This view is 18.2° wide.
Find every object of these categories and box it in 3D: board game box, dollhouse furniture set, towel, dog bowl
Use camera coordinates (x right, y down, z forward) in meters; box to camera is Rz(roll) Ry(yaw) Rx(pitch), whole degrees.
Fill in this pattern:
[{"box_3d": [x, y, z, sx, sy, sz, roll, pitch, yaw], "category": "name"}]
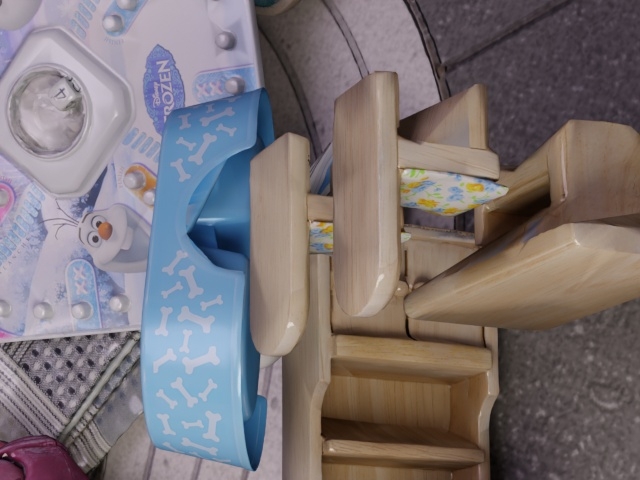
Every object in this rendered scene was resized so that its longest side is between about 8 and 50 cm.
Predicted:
[{"box_3d": [-0.233, -0.109, 1.709, 0.390, 0.050, 0.390, -6, 93, 23], "category": "board game box"}, {"box_3d": [0.121, 0.080, 1.379, 0.394, 0.362, 0.256, 152, 121, -61], "category": "dollhouse furniture set"}, {"box_3d": [-0.264, 0.044, 1.785, 0.324, 0.056, 0.312, 43, 107, 11], "category": "towel"}, {"box_3d": [-0.077, 0.024, 1.439, 0.074, 0.166, 0.297, 0, 54, 5], "category": "dog bowl"}]

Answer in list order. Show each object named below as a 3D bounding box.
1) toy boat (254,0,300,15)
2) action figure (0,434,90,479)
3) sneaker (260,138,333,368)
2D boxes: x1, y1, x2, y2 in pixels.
[{"box_3d": [-0.126, -0.307, 1.744, 0.318, 0.148, 0.267, -17, 89, 35], "category": "toy boat"}, {"box_3d": [-0.211, 0.262, 1.648, 0.276, 0.248, 0.370, -49, 58, 18], "category": "action figure"}, {"box_3d": [0.000, 0.000, 1.605, 0.237, 0.085, 0.086, -56, 24, -14], "category": "sneaker"}]
